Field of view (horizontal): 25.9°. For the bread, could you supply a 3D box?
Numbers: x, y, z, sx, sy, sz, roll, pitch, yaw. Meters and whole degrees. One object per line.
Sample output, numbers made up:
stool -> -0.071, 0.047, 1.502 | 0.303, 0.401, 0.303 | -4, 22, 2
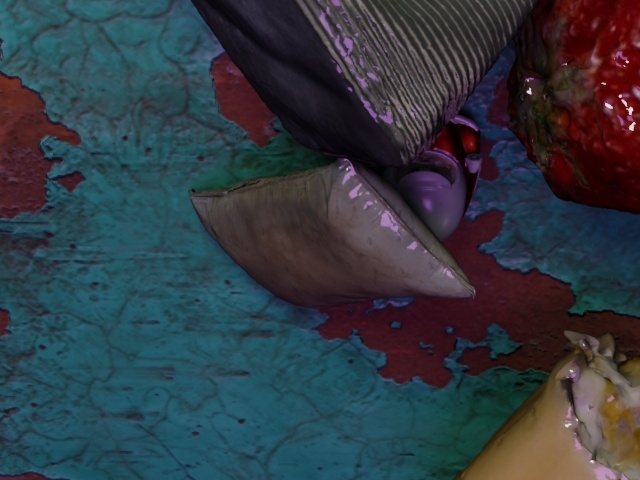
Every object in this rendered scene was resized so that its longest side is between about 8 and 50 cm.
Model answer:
bread -> 0.289, 0.291, 1.474 | 0.361, 0.250, 0.394 | 31, 126, -15

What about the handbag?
handbag -> 0.015, -0.242, 1.062 | 0.240, 0.247, 0.340 | -45, 113, -15

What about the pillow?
pillow -> 0.000, 0.000, 1.305 | 0.185, 0.075, 0.302 | 43, 156, -22

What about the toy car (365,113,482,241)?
toy car -> 0.097, -0.043, 1.315 | 0.112, 0.112, 0.139 | 2, 126, 2

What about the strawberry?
strawberry -> 0.279, -0.153, 1.154 | 0.220, 0.274, 0.274 | -16, 127, -13
